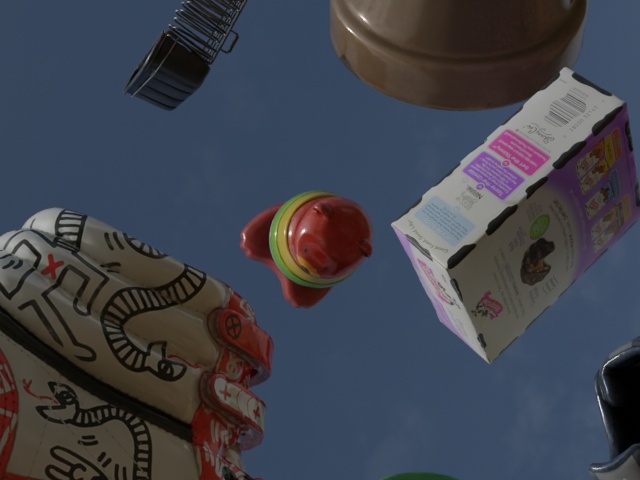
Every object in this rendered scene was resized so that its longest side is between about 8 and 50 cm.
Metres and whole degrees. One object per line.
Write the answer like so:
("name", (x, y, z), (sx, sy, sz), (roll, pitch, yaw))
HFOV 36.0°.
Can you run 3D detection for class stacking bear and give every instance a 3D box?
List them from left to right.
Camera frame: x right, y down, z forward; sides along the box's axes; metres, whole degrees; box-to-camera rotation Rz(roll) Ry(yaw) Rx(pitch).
("stacking bear", (0.000, 0.000, 1.494), (0.164, 0.289, 0.175), (-43, -84, -11))

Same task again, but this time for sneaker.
("sneaker", (-0.037, 0.105, 0.352), (0.270, 0.090, 0.145), (41, -126, -5))
("sneaker", (0.264, 0.093, 0.696), (0.121, 0.111, 0.300), (39, -140, -9))

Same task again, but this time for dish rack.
("dish rack", (-0.119, -0.276, 1.124), (0.074, 0.208, 0.272), (31, -101, -16))

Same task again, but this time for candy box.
("candy box", (0.170, -0.016, 0.819), (0.196, 0.070, 0.165), (-42, -38, -8))

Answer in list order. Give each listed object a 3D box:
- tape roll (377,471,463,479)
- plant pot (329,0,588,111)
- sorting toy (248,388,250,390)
("tape roll", (0.147, 0.495, 1.405), (0.077, 0.321, 0.321), (50, -120, -71))
("plant pot", (0.140, -0.291, 0.945), (0.263, 0.263, 0.229), (-33, -33, -25))
("sorting toy", (-0.267, 0.253, 1.422), (0.257, 0.089, 0.255), (31, -90, 6))
